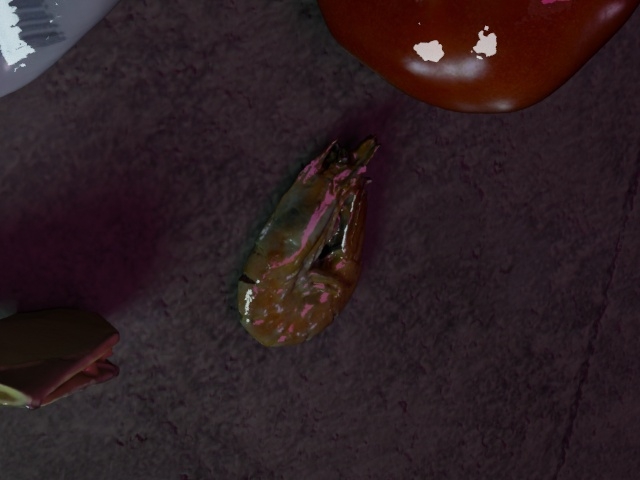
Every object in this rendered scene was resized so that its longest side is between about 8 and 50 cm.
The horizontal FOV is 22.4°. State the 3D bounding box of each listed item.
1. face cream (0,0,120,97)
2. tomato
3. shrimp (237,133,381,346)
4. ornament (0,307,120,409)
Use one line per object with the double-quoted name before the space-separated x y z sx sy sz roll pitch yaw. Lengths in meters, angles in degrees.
"face cream" -0.319 -0.179 1.188 0.420 0.137 0.235 -26 122 -8
"tomato" 0.130 -0.250 1.317 0.226 0.298 0.299 -19 124 -59
"shrimp" -0.001 0.000 1.465 0.115 0.051 0.217 22 97 -40
"ornament" -0.250 0.099 1.288 0.201 0.180 0.059 -2 106 -26
